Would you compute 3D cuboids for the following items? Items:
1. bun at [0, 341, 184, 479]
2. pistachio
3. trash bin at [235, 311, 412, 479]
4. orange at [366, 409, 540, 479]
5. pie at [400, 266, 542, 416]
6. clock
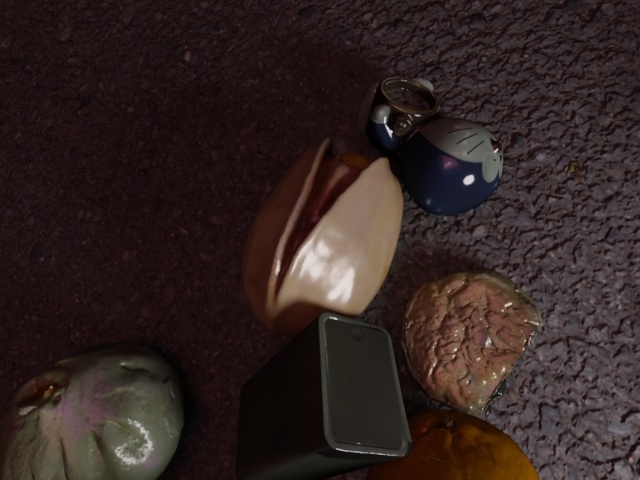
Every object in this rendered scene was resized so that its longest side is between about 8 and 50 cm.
[{"bbox_3d":[-0.374,0.277,0.655,0.293,0.187,0.293,-5,51,6],"label":"bun"},{"bbox_3d":[0.000,0.000,0.635,0.230,0.230,0.308,23,82,19],"label":"pistachio"},{"bbox_3d":[-0.014,0.228,0.569,0.240,0.122,0.164,-44,36,39],"label":"trash bin"},{"bbox_3d":[0.166,0.320,0.518,0.219,0.193,0.219,-9,31,5],"label":"orange"},{"bbox_3d":[0.216,0.139,0.635,0.185,0.052,0.218,35,90,18],"label":"pie"},{"bbox_3d":[0.178,-0.150,0.664,0.200,0.146,0.243,-18,61,-35],"label":"clock"}]
